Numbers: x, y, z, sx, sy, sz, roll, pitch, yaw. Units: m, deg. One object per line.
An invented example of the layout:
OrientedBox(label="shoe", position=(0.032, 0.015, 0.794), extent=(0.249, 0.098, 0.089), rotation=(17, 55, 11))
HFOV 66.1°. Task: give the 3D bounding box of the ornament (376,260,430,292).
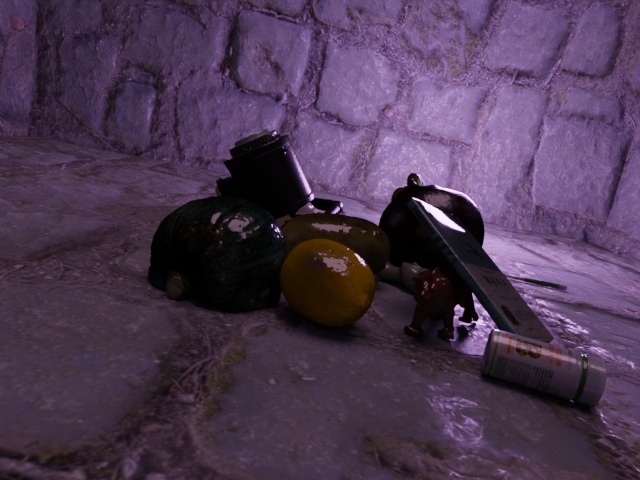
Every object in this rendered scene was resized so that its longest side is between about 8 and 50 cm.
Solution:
OrientedBox(label="ornament", position=(0.235, 0.094, 1.327), extent=(0.156, 0.081, 0.075), rotation=(16, 16, 41))

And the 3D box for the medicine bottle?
OrientedBox(label="medicine bottle", position=(0.380, 0.217, 0.851), extent=(0.183, 0.086, 0.086), rotation=(14, 12, 16))

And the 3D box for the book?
OrientedBox(label="book", position=(0.356, 0.069, 1.098), extent=(0.264, 0.031, 0.379), rotation=(13, 40, -52))

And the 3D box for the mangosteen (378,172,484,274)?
OrientedBox(label="mangosteen", position=(0.323, -0.054, 1.446), extent=(0.306, 0.359, 0.306), rotation=(6, -16, 2))

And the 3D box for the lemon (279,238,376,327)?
OrientedBox(label="lemon", position=(0.013, 0.084, 0.959), extent=(0.207, 0.170, 0.170), rotation=(28, 19, 31))

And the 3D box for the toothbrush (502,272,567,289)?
OrientedBox(label="toothbrush", position=(0.732, 0.141, 1.721), extent=(0.257, 0.018, 0.024), rotation=(11, 5, 4))

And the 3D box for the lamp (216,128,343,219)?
OrientedBox(label="lamp", position=(-0.142, -0.188, 1.443), extent=(0.374, 0.272, 0.205), rotation=(3, 25, 21))

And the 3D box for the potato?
OrientedBox(label="potato", position=(0.040, 0.017, 1.278), extent=(0.307, 0.173, 0.210), rotation=(5, 15, -19))

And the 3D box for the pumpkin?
OrientedBox(label="pumpkin", position=(-0.211, 0.008, 1.031), extent=(0.293, 0.196, 0.263), rotation=(13, 14, 22))

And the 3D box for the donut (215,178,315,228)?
OrientedBox(label="donut", position=(-0.205, -0.129, 1.813), extent=(0.383, 0.142, 0.382), rotation=(12, 11, -2))

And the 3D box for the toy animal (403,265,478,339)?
OrientedBox(label="toy animal", position=(0.268, 0.119, 1.044), extent=(0.097, 0.157, 0.312), rotation=(19, 15, 31))

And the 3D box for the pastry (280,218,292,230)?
OrientedBox(label="pastry", position=(0.000, 0.000, 1.489), extent=(0.250, 0.102, 0.154), rotation=(10, 10, 7))
